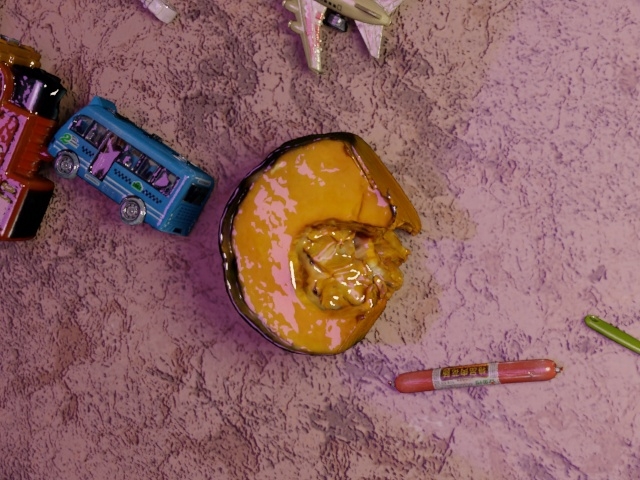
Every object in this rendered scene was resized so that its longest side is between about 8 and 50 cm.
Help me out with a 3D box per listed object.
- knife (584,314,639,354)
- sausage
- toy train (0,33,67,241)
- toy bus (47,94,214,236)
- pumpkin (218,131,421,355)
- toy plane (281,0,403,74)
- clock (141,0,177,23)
[{"bbox_3d":[0.434,0.146,1.524,0.184,0.022,0.026,29,128,20],"label":"knife"},{"bbox_3d":[0.214,0.190,1.605,0.253,0.034,0.034,-10,84,22],"label":"sausage"},{"bbox_3d":[-0.538,-0.145,1.864,0.231,0.163,0.369,25,97,8],"label":"toy train"},{"bbox_3d":[-0.294,-0.111,1.783,0.246,0.113,0.134,35,96,18],"label":"toy bus"},{"bbox_3d":[0.000,0.000,1.598,0.256,0.225,0.303,30,98,18],"label":"pumpkin"},{"bbox_3d":[0.008,-0.368,1.683,0.244,0.092,0.229,32,102,21],"label":"toy plane"},{"bbox_3d":[-0.283,-0.395,1.811,0.129,0.087,0.041,46,104,10],"label":"clock"}]
